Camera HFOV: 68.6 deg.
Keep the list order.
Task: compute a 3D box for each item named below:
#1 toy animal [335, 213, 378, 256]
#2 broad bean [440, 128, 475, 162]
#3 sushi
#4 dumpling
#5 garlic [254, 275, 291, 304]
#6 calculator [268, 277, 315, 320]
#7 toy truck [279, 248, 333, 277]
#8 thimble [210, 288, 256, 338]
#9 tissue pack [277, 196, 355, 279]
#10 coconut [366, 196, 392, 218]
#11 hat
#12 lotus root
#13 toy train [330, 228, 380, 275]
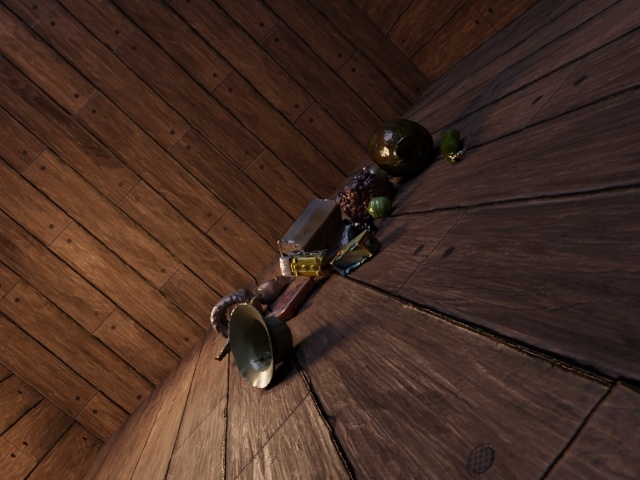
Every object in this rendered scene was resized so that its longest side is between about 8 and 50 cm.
[{"bbox_3d":[0.102,-0.004,1.667,0.210,0.117,0.121,-49,15,-29],"label":"toy animal"},{"bbox_3d":[0.456,-0.323,1.598,0.098,0.056,0.318,-38,16,17],"label":"broad bean"},{"bbox_3d":[0.192,-0.203,1.947,0.236,0.171,0.270,-43,8,29],"label":"sushi"},{"bbox_3d":[-0.321,0.392,2.029,0.332,0.086,0.166,-56,-18,-12],"label":"dumpling"},{"bbox_3d":[-0.271,0.269,2.371,0.267,0.149,0.128,-31,54,49],"label":"garlic"},{"bbox_3d":[-0.121,0.245,1.873,0.220,0.048,0.330,-52,7,-24],"label":"calculator"},{"bbox_3d":[-0.053,0.088,1.752,0.227,0.097,0.114,-3,9,39],"label":"toy truck"},{"bbox_3d":[-0.405,0.346,2.254,0.236,0.205,0.172,-55,7,7],"label":"thimble"},{"bbox_3d":[0.000,0.000,1.983,0.238,0.238,0.305,-36,13,52],"label":"tissue pack"},{"bbox_3d":[0.218,-0.122,1.743,0.096,0.087,0.087,-8,29,28],"label":"coconut"},{"bbox_3d":[-0.157,0.299,1.398,0.130,0.257,0.257,-8,-19,-37],"label":"hat"},{"bbox_3d":[0.330,-0.383,1.933,0.250,0.250,0.346,-46,12,6],"label":"lotus root"},{"bbox_3d":[0.118,0.040,1.533,0.188,0.072,0.099,-40,5,43],"label":"toy train"}]
